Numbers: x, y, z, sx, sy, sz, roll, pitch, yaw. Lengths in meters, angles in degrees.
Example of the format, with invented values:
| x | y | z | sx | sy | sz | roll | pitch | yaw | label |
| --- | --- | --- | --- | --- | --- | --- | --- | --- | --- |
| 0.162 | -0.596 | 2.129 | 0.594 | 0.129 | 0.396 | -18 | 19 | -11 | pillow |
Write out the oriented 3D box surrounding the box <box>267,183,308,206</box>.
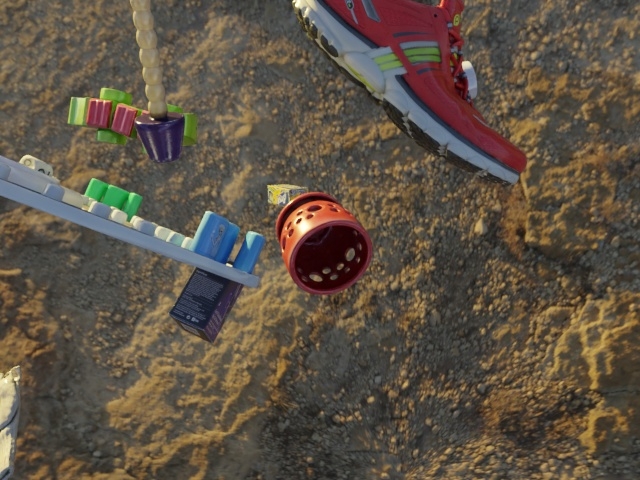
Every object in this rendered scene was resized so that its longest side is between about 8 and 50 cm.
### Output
| x | y | z | sx | sy | sz | roll | pitch | yaw | label |
| --- | --- | --- | --- | --- | --- | --- | --- | --- | --- |
| -0.093 | -0.126 | 1.639 | 0.059 | 0.169 | 0.054 | -7 | 101 | -25 | box |

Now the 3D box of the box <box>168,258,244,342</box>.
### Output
| x | y | z | sx | sy | sz | roll | pitch | yaw | label |
| --- | --- | --- | --- | --- | --- | --- | --- | --- | --- |
| -0.302 | 0.153 | 1.584 | 0.108 | 0.153 | 0.207 | 23 | 70 | 10 | box |

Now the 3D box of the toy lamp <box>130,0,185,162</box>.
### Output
| x | y | z | sx | sy | sz | roll | pitch | yaw | label |
| --- | --- | --- | --- | --- | --- | --- | --- | --- | --- |
| -0.247 | -0.252 | 0.855 | 0.080 | 0.275 | 0.080 | 0 | 26 | 0 | toy lamp |

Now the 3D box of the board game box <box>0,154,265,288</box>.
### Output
| x | y | z | sx | sy | sz | roll | pitch | yaw | label |
| --- | --- | --- | --- | --- | --- | --- | --- | --- | --- |
| -0.295 | -0.074 | 0.563 | 0.390 | 0.390 | 0.050 | 17 | 83 | 52 | board game box |

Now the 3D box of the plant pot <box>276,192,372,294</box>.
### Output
| x | y | z | sx | sy | sz | roll | pitch | yaw | label |
| --- | --- | --- | --- | --- | --- | --- | --- | --- | --- |
| 0.000 | 0.000 | 1.299 | 0.191 | 0.191 | 0.174 | -26 | 34 | -4 | plant pot |

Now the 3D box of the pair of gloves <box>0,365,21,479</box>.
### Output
| x | y | z | sx | sy | sz | roll | pitch | yaw | label |
| --- | --- | --- | --- | --- | --- | --- | --- | --- | --- |
| -0.574 | 0.331 | 0.953 | 0.240 | 0.042 | 0.204 | -34 | 47 | 19 | pair of gloves |

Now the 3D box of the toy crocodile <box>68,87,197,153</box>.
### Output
| x | y | z | sx | sy | sz | roll | pitch | yaw | label |
| --- | --- | --- | --- | --- | --- | --- | --- | --- | --- |
| -0.397 | -0.249 | 1.212 | 0.340 | 0.105 | 0.115 | 16 | 96 | 20 | toy crocodile |

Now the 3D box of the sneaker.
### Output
| x | y | z | sx | sy | sz | roll | pitch | yaw | label |
| --- | --- | --- | --- | --- | --- | --- | --- | --- | --- |
| 0.100 | -0.166 | 0.541 | 0.279 | 0.107 | 0.118 | 44 | 98 | -1 | sneaker |

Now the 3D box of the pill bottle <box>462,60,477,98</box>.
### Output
| x | y | z | sx | sy | sz | roll | pitch | yaw | label |
| --- | --- | --- | --- | --- | --- | --- | --- | --- | --- |
| 0.239 | -0.327 | 1.259 | 0.180 | 0.108 | 0.108 | -14 | 66 | 1 | pill bottle |
